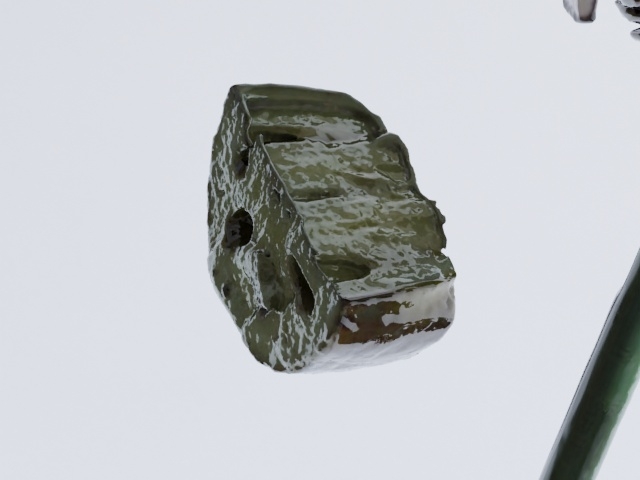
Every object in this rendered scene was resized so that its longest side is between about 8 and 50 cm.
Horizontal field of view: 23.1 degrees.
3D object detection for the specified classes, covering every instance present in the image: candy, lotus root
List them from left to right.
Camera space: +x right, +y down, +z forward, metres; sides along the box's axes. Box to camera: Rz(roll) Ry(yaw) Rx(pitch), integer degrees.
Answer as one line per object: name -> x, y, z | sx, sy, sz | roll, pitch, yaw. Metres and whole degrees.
lotus root -> 0.000, 0.000, 1.119 | 0.138, 0.119, 0.235 | -56, -138, 38
candy -> 0.061, 0.157, 0.571 | 0.119, 0.119, 0.440 | 39, -53, 32

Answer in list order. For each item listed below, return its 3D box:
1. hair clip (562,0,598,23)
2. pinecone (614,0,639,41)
hair clip -> 0.249, -0.352, 1.350 | 0.101, 0.330, 0.085 | -9, -150, 2
pinecone -> 0.327, -0.228, 1.164 | 0.224, 0.224, 0.272 | 5, -82, 28
